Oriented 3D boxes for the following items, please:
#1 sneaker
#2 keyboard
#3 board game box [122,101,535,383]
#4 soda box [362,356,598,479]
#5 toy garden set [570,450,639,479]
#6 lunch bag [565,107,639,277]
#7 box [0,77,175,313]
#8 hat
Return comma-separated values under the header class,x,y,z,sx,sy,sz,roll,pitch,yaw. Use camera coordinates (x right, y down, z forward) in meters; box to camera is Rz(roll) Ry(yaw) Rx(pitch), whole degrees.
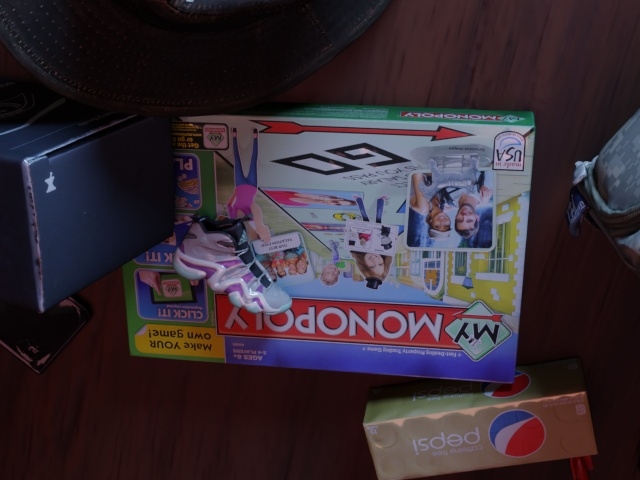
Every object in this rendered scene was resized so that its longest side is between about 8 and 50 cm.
class,x,y,z,sx,sy,sz,roll,pitch,yaw
sneaker,-0.058,0.011,0.767,0.098,0.038,0.069,24,115,-2
keyboard,-0.295,0.041,0.877,0.180,0.023,0.108,41,106,-8
board game box,0.000,0.000,0.800,0.317,0.046,0.213,3,112,8
soda box,0.129,0.148,0.836,0.181,0.058,0.061,-11,111,12
toy garden set,0.277,0.277,0.872,0.203,0.049,0.244,0,113,9
lunch bag,0.320,-0.055,0.621,0.212,0.256,0.305,25,116,-31
box,-0.231,-0.044,0.729,0.207,0.153,0.108,13,116,25
hat,-0.044,-0.198,0.597,0.331,0.134,0.331,-14,124,-22
